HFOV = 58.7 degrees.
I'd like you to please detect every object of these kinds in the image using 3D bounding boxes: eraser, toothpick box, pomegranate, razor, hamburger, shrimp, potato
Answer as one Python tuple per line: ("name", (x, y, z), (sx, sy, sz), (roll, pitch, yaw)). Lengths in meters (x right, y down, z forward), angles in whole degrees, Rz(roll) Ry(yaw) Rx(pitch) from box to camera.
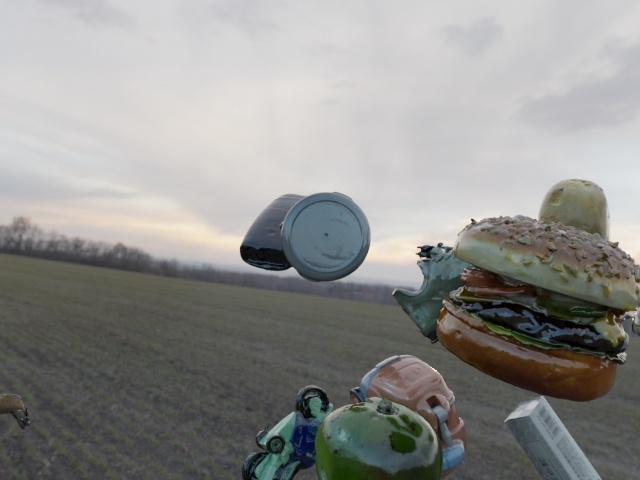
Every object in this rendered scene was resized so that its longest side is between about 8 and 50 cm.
("eraser", (0.651, 0.611, 1.497), (0.098, 0.403, 0.096), (-30, -5, -38))
("toothpick box", (0.000, 0.000, 1.449), (0.229, 0.228, 0.316), (6, -6, -1))
("pomegranate", (0.091, 0.431, 1.034), (0.236, 0.301, 0.236), (18, 15, -5))
("razor", (-0.105, -0.038, 1.762), (0.205, 0.113, 0.349), (6, 32, 17))
("hamburger", (0.314, 0.083, 0.820), (0.291, 0.225, 0.291), (15, 7, -2))
("shrimp", (-0.530, 0.316, 0.875), (0.046, 0.219, 0.152), (33, 25, 19))
("potato", (0.504, -0.005, 1.121), (0.151, 0.233, 0.146), (-7, 5, -26))

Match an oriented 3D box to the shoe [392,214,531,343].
("shoe", (0.253, 0.039, 1.045), (0.149, 0.293, 0.109), (40, 3, 4))

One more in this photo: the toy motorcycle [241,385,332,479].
("toy motorcycle", (-0.064, 0.558, 1.521), (0.196, 0.331, 0.125), (48, -29, -10))

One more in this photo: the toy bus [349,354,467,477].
("toy bus", (0.217, 0.405, 1.274), (0.194, 0.287, 0.232), (-21, 8, -27))

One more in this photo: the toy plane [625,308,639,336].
("toy plane", (0.710, 0.167, 1.211), (0.242, 0.104, 0.256), (6, 18, 40))
